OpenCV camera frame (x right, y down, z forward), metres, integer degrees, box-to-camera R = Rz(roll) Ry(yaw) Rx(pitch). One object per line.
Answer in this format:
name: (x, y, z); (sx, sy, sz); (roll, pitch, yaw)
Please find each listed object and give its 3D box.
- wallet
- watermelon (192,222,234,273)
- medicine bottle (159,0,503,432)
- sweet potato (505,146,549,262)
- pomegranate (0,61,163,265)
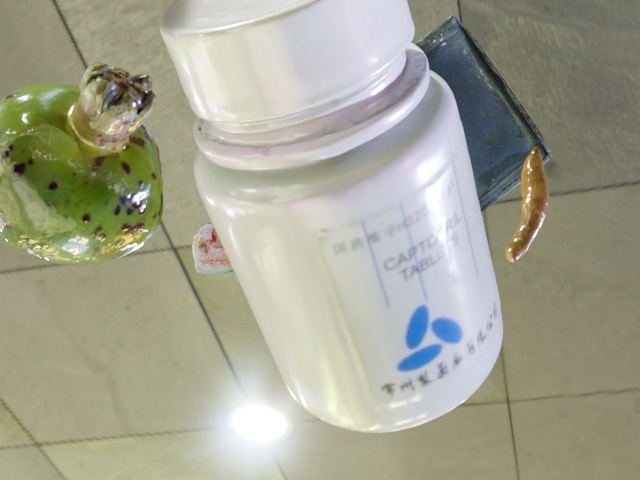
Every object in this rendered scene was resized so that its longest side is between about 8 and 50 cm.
wallet: (0.270, -0.236, 1.563); (0.237, 0.075, 0.342); (-38, 96, -6)
watermelon: (-0.229, 0.011, 1.752); (0.098, 0.121, 0.158); (-11, 164, -27)
medicine bottle: (0.014, -0.029, 0.516); (0.170, 0.170, 0.293); (-11, 124, 15)
sweet potato: (0.264, -0.044, 1.002); (0.044, 0.179, 0.044); (12, 150, 7)
pomegranate: (-0.241, -0.082, 0.807); (0.202, 0.202, 0.248); (32, 132, -22)
